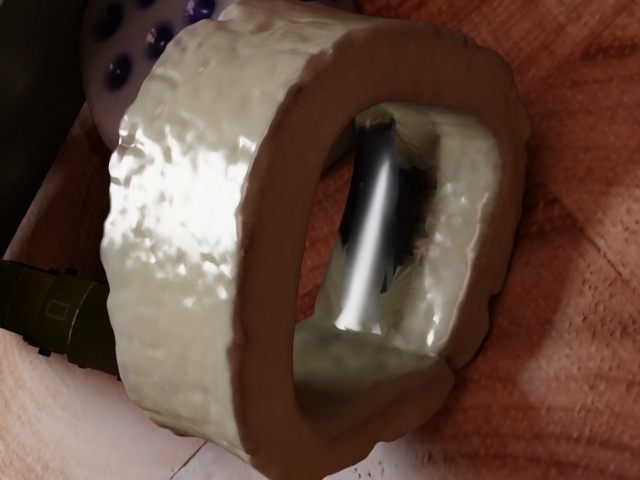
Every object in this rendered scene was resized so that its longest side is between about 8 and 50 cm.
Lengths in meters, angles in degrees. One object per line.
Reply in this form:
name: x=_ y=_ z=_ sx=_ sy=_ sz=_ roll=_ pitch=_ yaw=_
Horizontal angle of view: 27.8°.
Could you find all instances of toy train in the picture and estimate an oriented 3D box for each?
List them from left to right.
toy train: x=-0.237 y=0.067 z=1.193 sx=0.225 sy=0.137 sz=0.090 roll=11 pitch=81 yaw=40

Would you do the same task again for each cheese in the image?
cheese: x=0.004 y=0.001 z=0.927 sx=0.153 sy=0.292 sz=0.332 roll=20 pitch=100 yaw=42

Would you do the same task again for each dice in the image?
dice: x=-0.078 y=-0.153 z=1.107 sx=0.193 sy=0.192 sz=0.194 roll=-30 pitch=59 yaw=29

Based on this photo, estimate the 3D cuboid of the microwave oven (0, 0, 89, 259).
microwave oven: x=-0.380 y=-0.129 z=1.136 sx=0.236 sy=0.374 sz=0.432 roll=30 pitch=99 yaw=4
